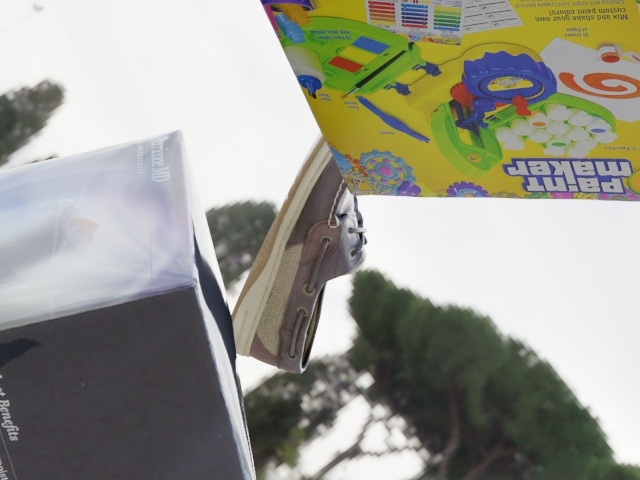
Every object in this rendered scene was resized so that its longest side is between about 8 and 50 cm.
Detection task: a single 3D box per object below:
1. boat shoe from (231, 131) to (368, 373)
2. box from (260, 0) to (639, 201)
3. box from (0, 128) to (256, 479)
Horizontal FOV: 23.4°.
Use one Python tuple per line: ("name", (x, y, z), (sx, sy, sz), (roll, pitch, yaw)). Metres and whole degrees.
("boat shoe", (0.000, 0.000, 1.423), (0.092, 0.285, 0.103), (26, 25, 1))
("box", (0.131, -0.180, 1.063), (0.290, 0.177, 0.279), (3, -40, 27))
("box", (-0.213, 0.073, 1.094), (0.296, 0.294, 0.183), (-108, -174, -66))
